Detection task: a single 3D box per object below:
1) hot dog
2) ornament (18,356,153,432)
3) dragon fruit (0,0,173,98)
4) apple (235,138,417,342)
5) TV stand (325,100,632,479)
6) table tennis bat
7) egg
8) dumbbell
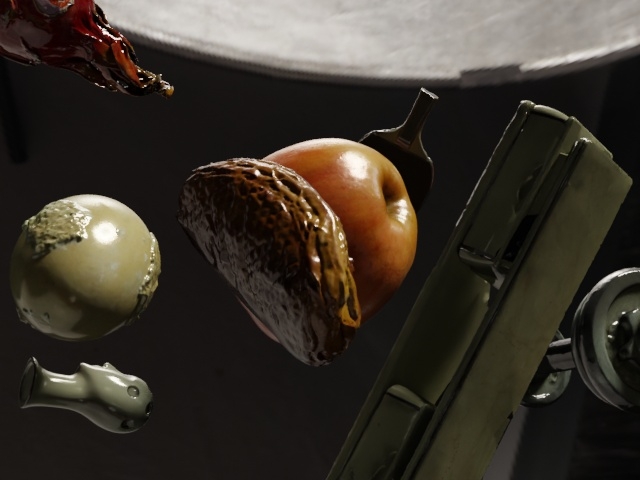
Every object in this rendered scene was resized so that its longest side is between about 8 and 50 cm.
[{"bbox_3d":[-0.040,0.014,1.130,0.099,0.160,0.227,-35,62,-24],"label":"hot dog"},{"bbox_3d":[-0.274,0.181,1.466,0.156,0.075,0.081,15,65,-23],"label":"ornament"},{"bbox_3d":[-0.198,-0.172,0.972,0.190,0.094,0.094,27,60,-4],"label":"dragon fruit"},{"bbox_3d":[0.000,0.000,1.536,0.242,0.241,0.242,48,19,-23],"label":"apple"},{"bbox_3d":[0.044,0.065,0.464,0.036,0.042,0.249,34,81,-43],"label":"TV stand"},{"bbox_3d":[0.109,-0.115,1.776,0.130,0.220,0.019,28,15,6],"label":"table tennis bat"},{"bbox_3d":[-0.261,0.031,1.369,0.164,0.164,0.201,56,18,-12],"label":"egg"},{"bbox_3d":[0.202,0.092,0.989,0.110,0.254,0.110,6,76,-24],"label":"dumbbell"}]
